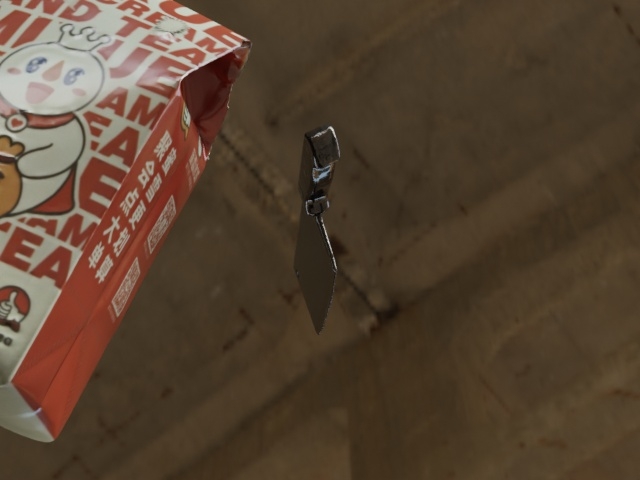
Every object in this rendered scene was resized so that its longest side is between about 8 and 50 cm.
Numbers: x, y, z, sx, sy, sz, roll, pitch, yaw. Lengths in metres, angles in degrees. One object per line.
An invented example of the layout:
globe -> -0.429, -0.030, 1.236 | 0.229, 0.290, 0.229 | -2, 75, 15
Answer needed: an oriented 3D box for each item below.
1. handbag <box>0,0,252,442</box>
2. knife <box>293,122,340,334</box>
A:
handbag -> -0.179, -0.046, 1.058 | 0.171, 0.151, 0.298 | 23, -107, 11
knife -> 0.000, 0.000, 1.186 | 0.019, 0.072, 0.245 | -16, -22, -10
